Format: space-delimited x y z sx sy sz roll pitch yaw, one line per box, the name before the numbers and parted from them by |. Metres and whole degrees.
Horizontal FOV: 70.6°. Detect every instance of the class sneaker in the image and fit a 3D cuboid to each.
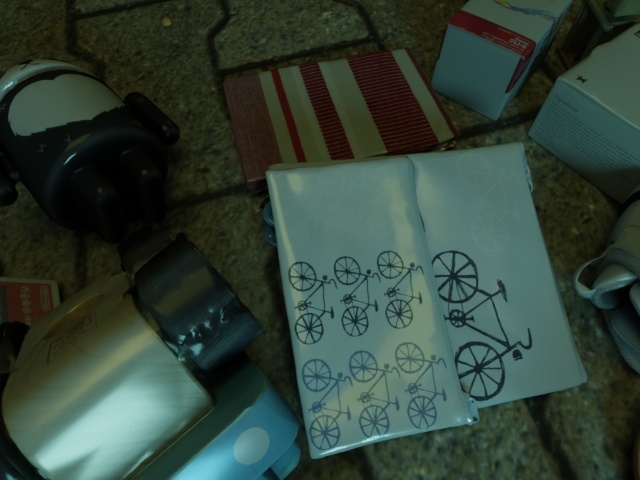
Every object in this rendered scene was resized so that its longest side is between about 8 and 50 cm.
sneaker | 0.467 0.093 0.484 0.210 0.137 0.366 -37 61 -19

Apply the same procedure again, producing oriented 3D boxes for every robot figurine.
robot figurine | -0.321 -0.125 0.607 0.278 0.209 0.173 43 107 22

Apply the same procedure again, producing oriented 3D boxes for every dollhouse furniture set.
dollhouse furniture set | 0.493 -0.353 0.699 0.161 0.182 0.101 -6 61 -1

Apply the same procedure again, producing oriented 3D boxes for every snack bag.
snack bag | 0.126 0.045 0.517 0.343 0.037 0.323 -7 76 -10

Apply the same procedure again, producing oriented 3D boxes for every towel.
towel | 0.023 -0.203 0.720 0.329 0.037 0.237 -12 60 -7

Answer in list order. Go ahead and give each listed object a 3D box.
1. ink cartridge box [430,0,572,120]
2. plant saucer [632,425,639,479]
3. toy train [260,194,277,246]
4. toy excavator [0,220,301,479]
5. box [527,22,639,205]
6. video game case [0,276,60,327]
ink cartridge box | 0.283 -0.312 0.715 0.127 0.128 0.176 34 68 18
plant saucer | 0.416 0.254 0.454 0.200 0.037 0.200 -1 62 1
toy train | 0.000 0.000 0.584 0.105 0.080 0.184 -30 68 -19
toy excavator | -0.073 0.232 0.392 0.222 0.445 0.433 -40 23 -17
box | 0.442 -0.181 0.644 0.181 0.119 0.182 -35 66 -15
video game case | -0.404 0.120 0.446 0.025 0.285 0.204 -40 59 28
